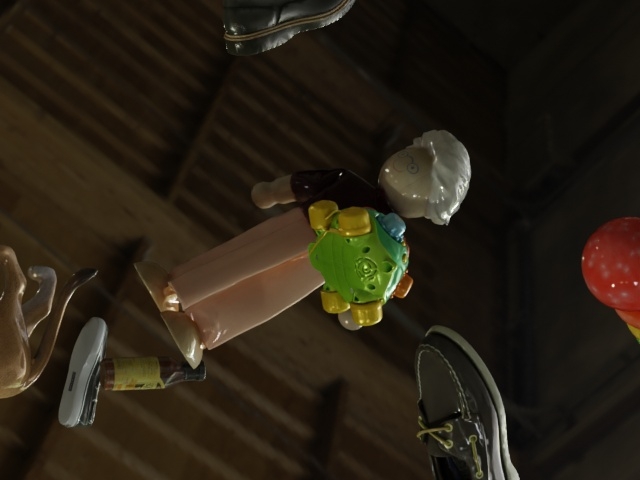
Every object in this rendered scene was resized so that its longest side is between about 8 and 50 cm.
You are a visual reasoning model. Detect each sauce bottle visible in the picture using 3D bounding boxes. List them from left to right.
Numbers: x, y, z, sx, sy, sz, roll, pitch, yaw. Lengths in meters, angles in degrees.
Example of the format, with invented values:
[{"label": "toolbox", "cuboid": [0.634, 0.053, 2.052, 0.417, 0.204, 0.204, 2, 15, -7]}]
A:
[{"label": "sauce bottle", "cuboid": [-0.205, 0.162, 1.648, 0.128, 0.042, 0.042, 0, -136, -19]}]

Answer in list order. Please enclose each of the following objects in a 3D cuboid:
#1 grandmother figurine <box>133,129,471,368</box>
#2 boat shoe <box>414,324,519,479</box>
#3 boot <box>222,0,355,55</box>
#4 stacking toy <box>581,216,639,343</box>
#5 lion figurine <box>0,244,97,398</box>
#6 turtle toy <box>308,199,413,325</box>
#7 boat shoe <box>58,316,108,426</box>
[{"label": "grandmother figurine", "cuboid": [0.000, 0.000, 1.323, 0.207, 0.342, 0.104, 57, 174, 25]}, {"label": "boat shoe", "cuboid": [0.133, 0.190, 1.285, 0.069, 0.081, 0.227, -34, -63, -30]}, {"label": "boot", "cuboid": [-0.039, -0.313, 1.564, 0.077, 0.137, 0.198, 14, -143, 39]}, {"label": "stacking toy", "cuboid": [0.364, 0.068, 1.343, 0.330, 0.141, 0.141, 36, -156, -47]}, {"label": "lion figurine", "cuboid": [-0.466, 0.126, 1.608, 0.392, 0.142, 0.240, 3, -106, -15]}, {"label": "turtle toy", "cuboid": [0.031, 0.010, 1.077, 0.066, 0.095, 0.130, -14, -165, -25]}, {"label": "boat shoe", "cuboid": [-0.290, 0.166, 1.684, 0.040, 0.142, 0.049, 17, -179, -35]}]
